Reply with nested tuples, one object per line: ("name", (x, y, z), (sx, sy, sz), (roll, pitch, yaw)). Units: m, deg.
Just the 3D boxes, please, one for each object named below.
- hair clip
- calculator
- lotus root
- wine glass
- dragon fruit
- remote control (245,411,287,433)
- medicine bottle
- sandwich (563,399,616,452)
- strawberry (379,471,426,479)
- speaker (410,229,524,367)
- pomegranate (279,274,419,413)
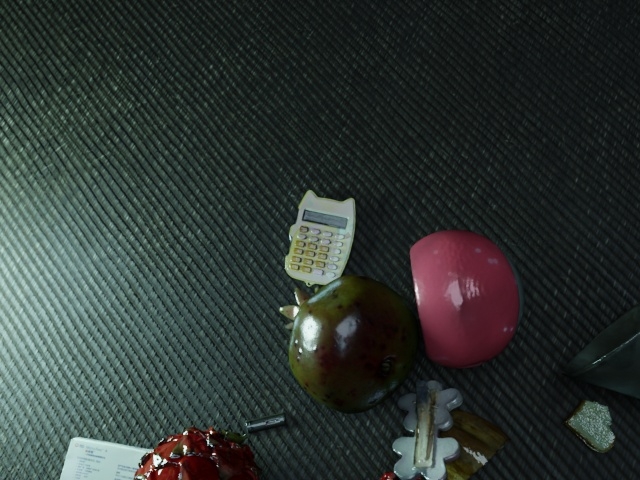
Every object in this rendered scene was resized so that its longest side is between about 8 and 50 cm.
("hair clip", (0.221, 0.387, 1.316), (0.146, 0.075, 0.257), (-9, 42, 19))
("calculator", (0.000, 0.000, 1.543), (0.157, 0.033, 0.236), (13, 75, 8))
("lotus root", (0.307, 0.434, 1.337), (0.135, 0.095, 0.159), (34, 71, 18))
("wine glass", (0.726, 0.334, 1.257), (0.267, 0.267, 0.406), (-39, 76, -9))
("dragon fruit", (-0.264, 0.511, 1.290), (0.299, 0.244, 0.244), (-20, 70, -11))
("remote control", (-0.122, 0.407, 1.419), (0.091, 0.016, 0.034), (-14, 75, 1))
("medicine bottle", (-0.467, 0.530, 1.387), (0.201, 0.052, 0.171), (7, 72, 8))
("sandwich", (0.584, 0.394, 1.354), (0.093, 0.035, 0.105), (-40, 73, -10))
("strawberry", (0.153, 0.572, 1.266), (0.201, 0.184, 0.187), (-46, 70, 15))
("speaker", (0.288, 0.120, 1.329), (0.295, 0.294, 0.294), (-1, 71, 4))
("pomegranate", (0.055, 0.220, 1.375), (0.291, 0.323, 0.290), (2, 84, -25))
